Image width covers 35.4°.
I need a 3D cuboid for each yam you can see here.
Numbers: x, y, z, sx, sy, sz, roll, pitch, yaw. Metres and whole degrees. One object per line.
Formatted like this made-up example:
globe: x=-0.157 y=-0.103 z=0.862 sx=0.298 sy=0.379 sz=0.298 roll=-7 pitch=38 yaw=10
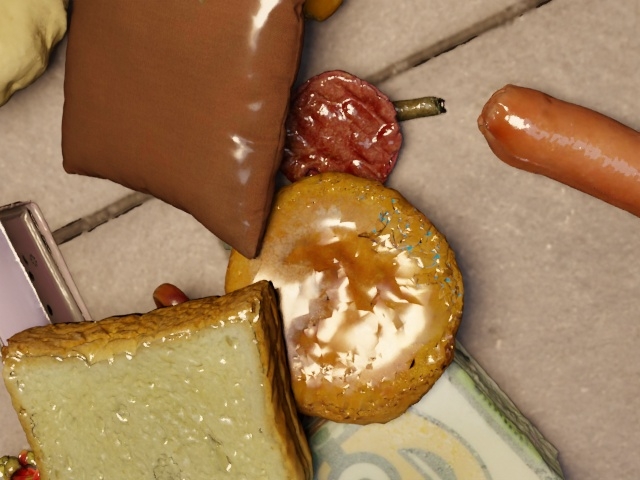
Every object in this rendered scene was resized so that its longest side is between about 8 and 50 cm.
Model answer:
yam: x=0.074 y=-0.146 z=1.117 sx=0.129 sy=0.027 sz=0.033 roll=-8 pitch=99 yaw=5

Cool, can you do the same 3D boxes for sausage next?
sausage: x=0.363 y=-0.055 z=1.078 sx=0.419 sy=0.094 sz=0.094 roll=26 pitch=85 yaw=0

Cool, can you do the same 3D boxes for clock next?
clock: x=-0.328 y=0.056 z=1.119 sx=0.073 sy=0.144 sz=0.193 roll=-25 pitch=95 yaw=2

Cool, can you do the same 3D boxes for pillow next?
pillow: x=-0.148 y=-0.169 z=1.037 sx=0.308 sy=0.108 sz=0.305 roll=24 pitch=114 yaw=31

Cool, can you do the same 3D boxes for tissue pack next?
tissue pack: x=0.086 y=0.271 z=1.130 sx=0.311 sy=0.128 sz=0.228 roll=-42 pitch=94 yaw=10

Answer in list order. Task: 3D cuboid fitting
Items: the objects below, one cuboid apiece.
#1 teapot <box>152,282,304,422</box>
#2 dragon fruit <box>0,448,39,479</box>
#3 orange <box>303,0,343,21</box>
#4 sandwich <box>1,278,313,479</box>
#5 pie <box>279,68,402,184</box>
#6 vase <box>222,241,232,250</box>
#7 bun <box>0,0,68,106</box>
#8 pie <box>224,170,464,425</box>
teapot: x=-0.117 y=0.150 z=1.123 sx=0.178 sy=0.135 sz=0.252 roll=-40 pitch=112 yaw=-24
dragon fruit: x=-0.316 y=0.329 z=1.156 sx=0.172 sy=0.160 sz=0.166 roll=27 pitch=141 yaw=4
orange: x=-0.041 y=-0.298 z=1.052 sx=0.156 sy=0.134 sz=0.157 roll=-1 pitch=83 yaw=6
sandwich: x=-0.154 y=0.184 z=1.002 sx=0.273 sy=0.095 sz=0.249 roll=-11 pitch=106 yaw=12
pie: x=0.018 y=-0.113 z=1.101 sx=0.153 sy=0.038 sz=0.153 roll=3 pitch=118 yaw=5
vase: x=0.000 y=0.000 z=1.121 sx=0.214 sy=0.086 sz=0.086 roll=9 pitch=99 yaw=8
bun: x=-0.384 y=-0.225 z=1.066 sx=0.259 sy=0.160 sz=0.259 roll=-10 pitch=60 yaw=19
pie: x=0.024 y=0.058 z=1.041 sx=0.273 sy=0.069 sz=0.273 roll=0 pitch=87 yaw=7
